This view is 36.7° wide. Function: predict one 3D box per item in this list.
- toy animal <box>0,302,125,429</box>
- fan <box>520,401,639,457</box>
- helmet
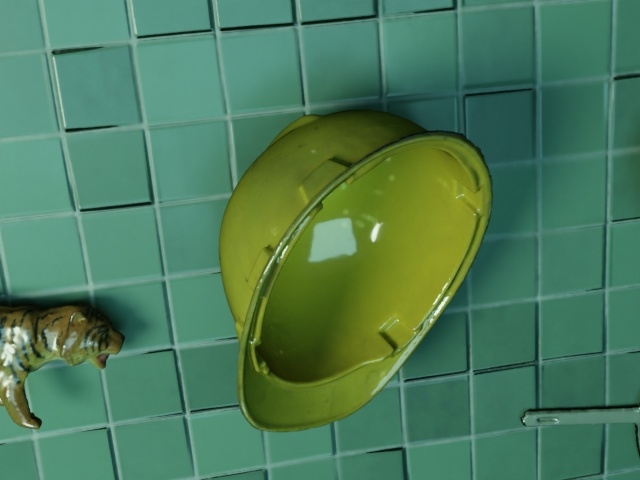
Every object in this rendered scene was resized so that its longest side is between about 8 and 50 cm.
[{"bbox_3d":[-0.276,0.086,0.746,0.241,0.057,0.099,8,100,-10],"label":"toy animal"},{"bbox_3d":[0.356,0.179,0.899,0.294,0.012,0.223,-28,111,1],"label":"fan"},{"bbox_3d":[0.000,0.000,0.715,0.205,0.140,0.257,1,125,-43],"label":"helmet"}]
